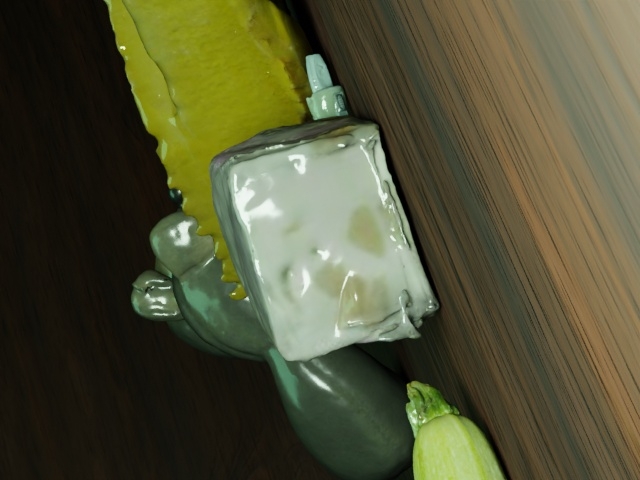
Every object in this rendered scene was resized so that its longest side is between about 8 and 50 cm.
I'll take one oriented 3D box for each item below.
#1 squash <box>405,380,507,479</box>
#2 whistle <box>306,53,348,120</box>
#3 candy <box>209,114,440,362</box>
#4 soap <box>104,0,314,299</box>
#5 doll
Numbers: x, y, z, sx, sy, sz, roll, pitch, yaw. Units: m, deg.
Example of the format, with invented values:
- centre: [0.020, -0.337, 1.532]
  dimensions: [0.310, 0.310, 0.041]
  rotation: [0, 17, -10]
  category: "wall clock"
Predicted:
- centre: [0.103, 0.202, 1.378]
  dimensions: [0.094, 0.094, 0.224]
  rotation: [78, 176, -65]
  category: "squash"
- centre: [0.009, -0.109, 1.584]
  dimensions: [0.035, 0.035, 0.100]
  rotation: [112, 141, -85]
  category: "whistle"
- centre: [0.000, 0.000, 1.483]
  dimensions: [0.195, 0.137, 0.185]
  rotation: [-139, 29, -79]
  category: "candy"
- centre: [-0.065, -0.088, 1.653]
  dimensions: [0.304, 0.169, 0.339]
  rotation: [-21, -88, -79]
  category: "soap"
- centre: [-0.054, 0.095, 2.048]
  dimensions: [0.382, 0.252, 0.379]
  rotation: [-12, -98, -87]
  category: "doll"
